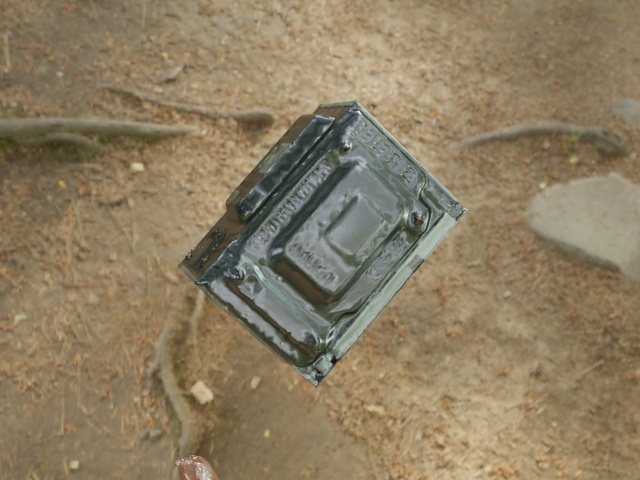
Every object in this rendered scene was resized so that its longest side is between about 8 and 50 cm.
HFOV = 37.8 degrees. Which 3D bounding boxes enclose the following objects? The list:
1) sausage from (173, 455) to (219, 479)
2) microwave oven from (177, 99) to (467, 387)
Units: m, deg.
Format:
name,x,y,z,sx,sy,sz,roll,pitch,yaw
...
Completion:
name,x,y,z,sx,sy,sz,roll,pitch,yaw
sausage,-0.108,0.309,0.978,0.047,0.040,0.177,-14,65,-14
microwave oven,0.000,0.000,1.188,0.237,0.181,0.295,43,84,-17
